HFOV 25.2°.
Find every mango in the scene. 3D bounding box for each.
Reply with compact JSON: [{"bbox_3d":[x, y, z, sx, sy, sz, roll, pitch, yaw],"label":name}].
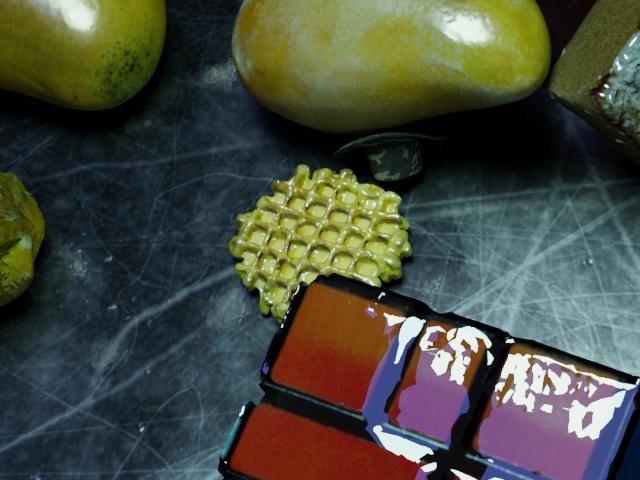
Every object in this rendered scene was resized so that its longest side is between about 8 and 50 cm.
[{"bbox_3d":[0.064,-0.204,1.422,0.221,0.199,0.384,-30,29,-36],"label":"mango"},{"bbox_3d":[-0.332,-0.285,1.618,0.378,0.221,0.264,34,68,20],"label":"mango"}]

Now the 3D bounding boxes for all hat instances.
[{"bbox_3d":[0.073,-0.086,1.456,0.121,0.121,0.050,-11,93,10],"label":"hat"}]

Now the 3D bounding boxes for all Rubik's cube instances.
[{"bbox_3d":[0.091,0.224,1.110,0.293,0.288,0.283,21,76,24],"label":"Rubik's cube"}]

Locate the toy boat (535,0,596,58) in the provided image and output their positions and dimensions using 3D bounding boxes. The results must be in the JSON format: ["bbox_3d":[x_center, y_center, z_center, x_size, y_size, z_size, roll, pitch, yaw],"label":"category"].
[{"bbox_3d":[0.249,-0.265,1.488,0.309,0.129,0.142,24,40,28],"label":"toy boat"}]

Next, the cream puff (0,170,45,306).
[{"bbox_3d":[-0.413,-0.002,1.471,0.196,0.244,0.244,-54,54,18],"label":"cream puff"}]

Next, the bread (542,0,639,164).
[{"bbox_3d":[0.387,-0.266,1.331,0.417,0.165,0.113,-57,35,4],"label":"bread"}]

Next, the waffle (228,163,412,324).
[{"bbox_3d":[-0.002,0.004,1.439,0.191,0.038,0.191,-8,57,12],"label":"waffle"}]
